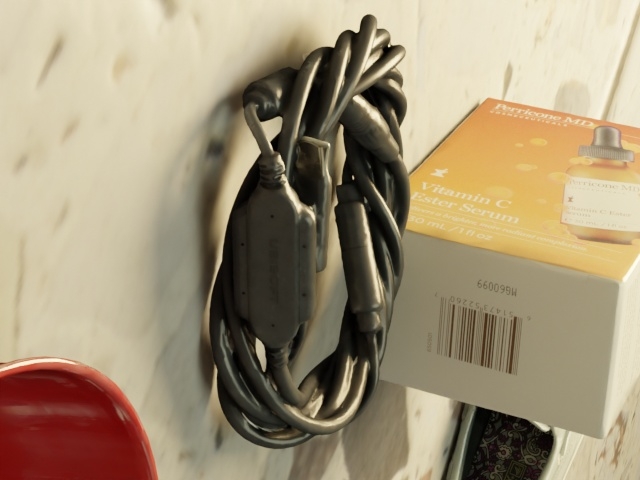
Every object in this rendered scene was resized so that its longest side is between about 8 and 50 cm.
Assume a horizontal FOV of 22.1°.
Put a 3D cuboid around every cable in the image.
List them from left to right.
[{"bbox_3d":[0.000,0.000,0.687,0.150,0.047,0.184,-55,149,-53],"label":"cable"}]

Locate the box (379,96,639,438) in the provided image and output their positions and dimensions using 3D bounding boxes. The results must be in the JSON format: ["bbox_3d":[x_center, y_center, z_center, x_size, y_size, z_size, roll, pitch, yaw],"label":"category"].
[{"bbox_3d":[0.112,0.007,0.843,0.170,0.130,0.091,-46,143,-53],"label":"box"}]

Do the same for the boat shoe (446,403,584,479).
[{"bbox_3d":[0.132,0.104,1.024,0.081,0.079,0.227,12,95,-73],"label":"boat shoe"}]

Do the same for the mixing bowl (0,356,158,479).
[{"bbox_3d":[-0.121,0.102,0.358,0.181,0.098,0.181,13,90,-68],"label":"mixing bowl"}]
